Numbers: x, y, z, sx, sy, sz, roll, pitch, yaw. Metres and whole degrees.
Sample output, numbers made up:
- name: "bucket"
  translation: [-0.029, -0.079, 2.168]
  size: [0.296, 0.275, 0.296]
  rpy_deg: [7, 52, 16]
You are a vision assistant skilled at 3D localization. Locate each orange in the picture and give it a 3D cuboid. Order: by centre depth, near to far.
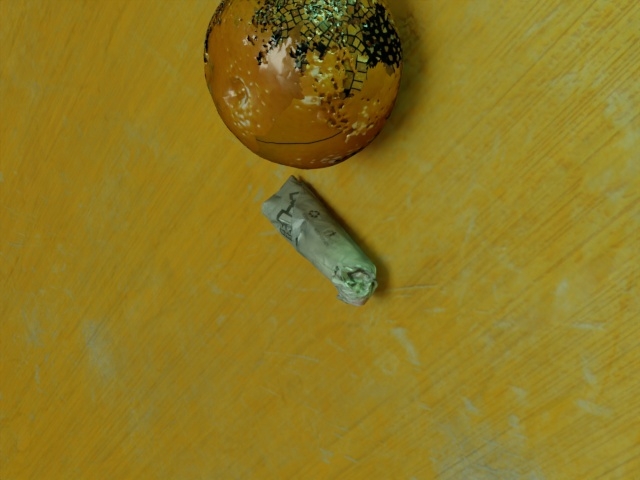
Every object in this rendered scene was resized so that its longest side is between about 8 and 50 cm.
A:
- name: "orange"
  translation: [-0.022, -0.188, 1.194]
  size: [0.234, 0.182, 0.234]
  rpy_deg: [24, 129, 34]

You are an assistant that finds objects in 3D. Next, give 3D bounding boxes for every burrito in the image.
- name: "burrito"
  translation: [-0.001, 0.000, 1.314]
  size: [0.203, 0.064, 0.064]
  rpy_deg: [49, 135, 31]
